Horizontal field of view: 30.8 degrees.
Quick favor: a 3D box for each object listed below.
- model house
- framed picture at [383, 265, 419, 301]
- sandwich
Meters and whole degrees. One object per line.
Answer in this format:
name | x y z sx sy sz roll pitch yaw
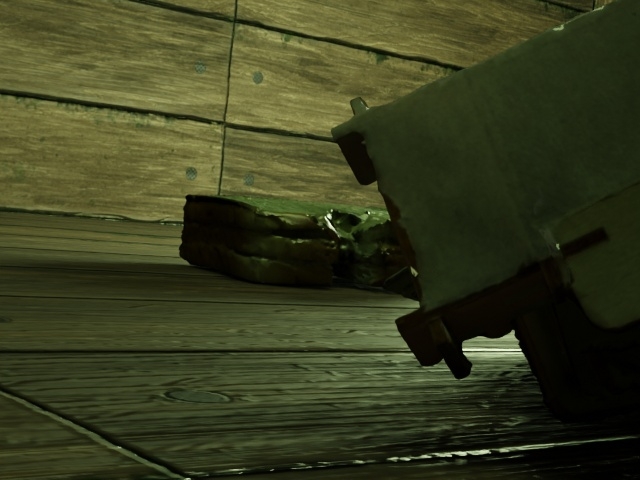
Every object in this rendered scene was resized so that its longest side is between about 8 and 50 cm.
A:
model house | 0.199 -0.010 0.550 0.326 0.169 0.244 -25 -27 5
framed picture | 0.207 0.003 0.776 0.232 0.019 0.296 -35 -29 25
sandwich | 0.000 0.002 1.384 0.273 0.095 0.249 4 3 -26
